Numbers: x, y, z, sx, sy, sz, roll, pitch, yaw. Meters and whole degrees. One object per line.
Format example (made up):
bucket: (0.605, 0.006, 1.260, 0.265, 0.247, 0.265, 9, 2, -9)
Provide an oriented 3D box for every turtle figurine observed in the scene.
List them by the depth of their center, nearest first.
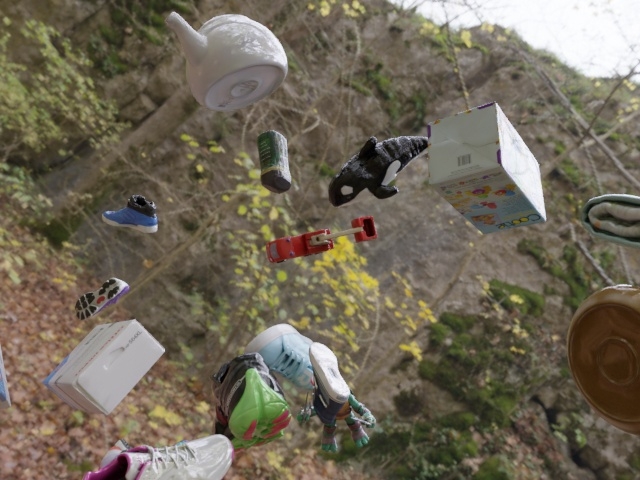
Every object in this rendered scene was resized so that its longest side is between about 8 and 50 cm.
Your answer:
turtle figurine: (0.044, 0.398, 1.385, 0.118, 0.175, 0.234, -75, 161, -47)

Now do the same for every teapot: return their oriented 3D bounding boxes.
teapot: (-0.206, -0.433, 1.390, 0.256, 0.252, 0.187, 116, -48, -76)

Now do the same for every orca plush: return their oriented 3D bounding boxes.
orca plush: (0.138, -0.179, 1.305, 0.102, 0.287, 0.151, 67, 5, -49)

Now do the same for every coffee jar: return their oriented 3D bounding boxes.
coffee jar: (-0.142, -0.237, 1.822, 0.096, 0.079, 0.184, 31, 44, -51)

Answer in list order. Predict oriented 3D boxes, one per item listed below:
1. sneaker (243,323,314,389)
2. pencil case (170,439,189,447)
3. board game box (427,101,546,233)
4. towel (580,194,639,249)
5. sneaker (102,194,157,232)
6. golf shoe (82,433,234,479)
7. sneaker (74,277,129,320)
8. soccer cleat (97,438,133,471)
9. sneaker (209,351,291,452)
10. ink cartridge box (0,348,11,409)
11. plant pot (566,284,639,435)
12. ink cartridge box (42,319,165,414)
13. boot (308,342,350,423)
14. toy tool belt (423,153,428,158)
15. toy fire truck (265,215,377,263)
sneaker: (-0.065, 0.331, 1.629, 0.150, 0.135, 0.366, 43, 7, 30)
pencil case: (-0.380, 0.557, 1.501, 0.151, 0.070, 0.064, -8, 77, -66)
board game box: (0.342, -0.136, 1.215, 0.275, 0.144, 0.142, 31, 54, -49)
towel: (0.680, 0.003, 0.978, 0.320, 0.090, 0.374, 6, 13, -26)
sneaker: (-0.465, -0.074, 1.456, 0.152, 0.085, 0.058, 14, 19, 21)
golf shoe: (-0.294, 0.428, 1.094, 0.115, 0.306, 0.140, 30, -50, 42)
sneaker: (-0.603, 0.169, 1.654, 0.068, 0.170, 0.071, 63, 9, 21)
soccer cleat: (-0.566, 0.655, 1.691, 0.108, 0.116, 0.318, 49, -22, -12)
sneaker: (-0.181, 0.399, 1.474, 0.483, 0.185, 0.202, 123, -45, -57)
ink cartridge box: (-0.648, 0.185, 1.023, 0.171, 0.168, 0.233, -49, -123, 59)
plant pot: (0.474, 0.188, 0.935, 0.236, 0.032, 0.236, 178, -90, -65)
ink cartridge box: (-0.392, 0.227, 1.073, 0.203, 0.148, 0.086, -14, -59, 52)
boot: (0.002, 0.312, 1.322, 0.069, 0.086, 0.190, 18, 21, -23)
toy tool belt: (0.313, -0.260, 1.638, 0.051, 0.083, 0.052, 38, -7, 47)
toy fire truck: (0.000, 0.000, 1.178, 0.135, 0.192, 0.047, -20, -98, 63)
